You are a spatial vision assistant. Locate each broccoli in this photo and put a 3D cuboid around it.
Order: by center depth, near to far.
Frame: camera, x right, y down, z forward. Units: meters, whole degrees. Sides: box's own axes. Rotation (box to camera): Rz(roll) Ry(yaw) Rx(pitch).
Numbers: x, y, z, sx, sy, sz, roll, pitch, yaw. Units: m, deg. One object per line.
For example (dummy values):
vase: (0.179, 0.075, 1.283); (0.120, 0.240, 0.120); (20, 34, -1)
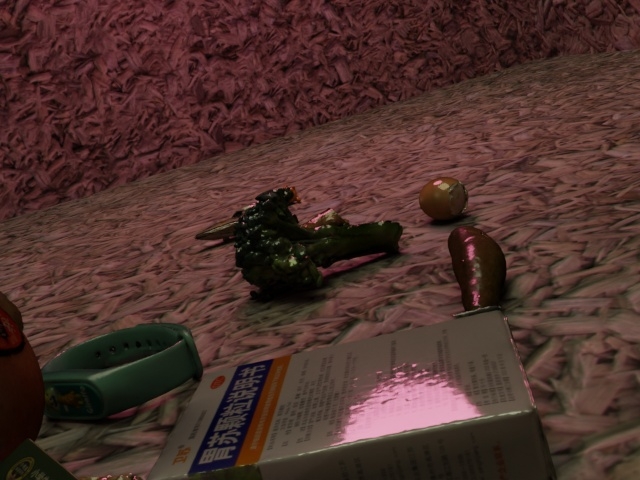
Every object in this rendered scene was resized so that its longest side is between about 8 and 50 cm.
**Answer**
broccoli: (-0.006, 0.003, 1.312); (0.274, 0.177, 0.198); (0, 10, 6)

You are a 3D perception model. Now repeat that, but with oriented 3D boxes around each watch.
watch: (-0.264, 0.170, 1.086); (0.237, 0.068, 0.195); (-10, 12, 35)

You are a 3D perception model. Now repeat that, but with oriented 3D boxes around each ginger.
ginger: (-0.003, -0.032, 1.636); (0.137, 0.044, 0.057); (-25, 35, -29)

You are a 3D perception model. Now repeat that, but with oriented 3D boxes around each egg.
egg: (0.219, -0.076, 1.487); (0.080, 0.080, 0.096); (-26, 21, -37)

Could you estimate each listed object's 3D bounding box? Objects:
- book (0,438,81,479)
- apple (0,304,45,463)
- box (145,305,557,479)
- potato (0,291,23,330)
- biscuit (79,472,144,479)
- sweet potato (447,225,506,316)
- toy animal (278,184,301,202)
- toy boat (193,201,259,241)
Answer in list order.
book: (-0.273, 0.271, 0.586); (0.264, 0.027, 0.202); (-43, 30, -27)
apple: (-0.446, 0.148, 0.775); (0.338, 0.305, 0.338); (-37, 8, 6)
box: (0.030, 0.168, 0.690); (0.299, 0.106, 0.200); (-14, 14, 10)
potato: (-0.604, 0.159, 1.308); (0.262, 0.165, 0.165); (-19, 13, 12)
biscuit: (-0.215, 0.246, 0.703); (0.168, 0.082, 0.070); (-14, 6, 26)
sweet potato: (0.212, 0.042, 1.072); (0.077, 0.077, 0.244); (-14, 20, 6)
toy animal: (-0.099, -0.099, 1.992); (0.081, 0.060, 0.083); (35, 40, 23)
toy boat: (-0.178, -0.039, 1.794); (0.210, 0.066, 0.084); (-20, 14, -18)
